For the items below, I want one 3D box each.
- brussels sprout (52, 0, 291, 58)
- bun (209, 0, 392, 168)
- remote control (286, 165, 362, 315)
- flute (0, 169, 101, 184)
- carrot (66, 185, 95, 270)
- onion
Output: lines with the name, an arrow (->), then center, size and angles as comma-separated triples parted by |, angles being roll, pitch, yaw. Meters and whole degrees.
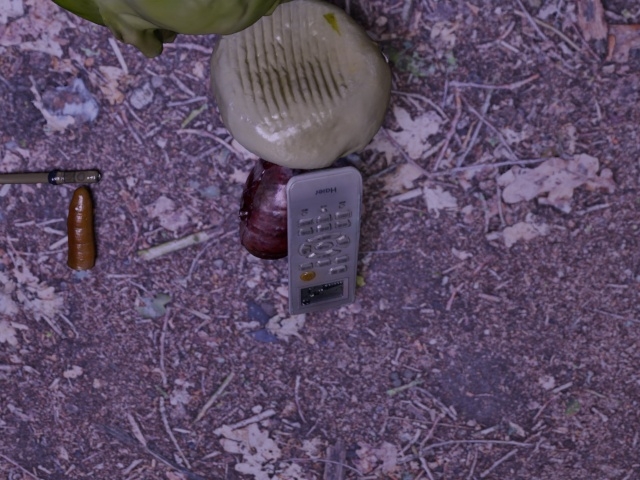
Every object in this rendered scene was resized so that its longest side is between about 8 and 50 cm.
brussels sprout -> -0.186, -0.437, 1.224 | 0.342, 0.361, 0.425 | 43, 113, 22
bun -> -0.030, -0.210, 1.435 | 0.259, 0.160, 0.259 | 0, 70, -1
remote control -> 0.000, 0.000, 1.539 | 0.109, 0.055, 0.313 | -11, 142, -10
flute -> -0.464, -0.099, 1.629 | 0.232, 0.027, 0.027 | -1, 115, 8
carrot -> -0.387, -0.023, 1.646 | 0.048, 0.048, 0.139 | 6, 113, 5
onion -> -0.054, -0.051, 1.558 | 0.151, 0.098, 0.206 | 12, 115, 4
